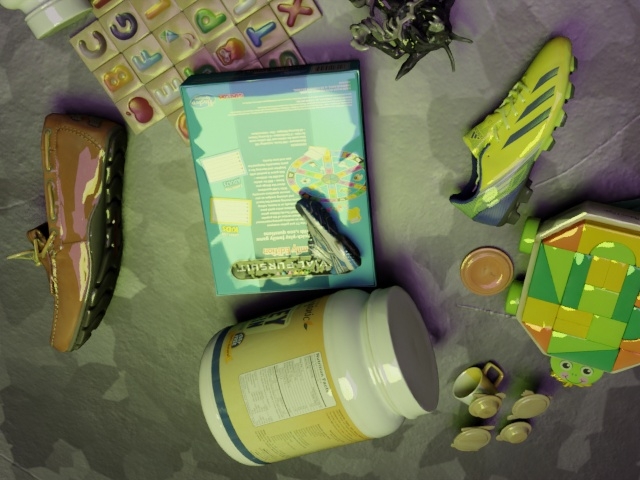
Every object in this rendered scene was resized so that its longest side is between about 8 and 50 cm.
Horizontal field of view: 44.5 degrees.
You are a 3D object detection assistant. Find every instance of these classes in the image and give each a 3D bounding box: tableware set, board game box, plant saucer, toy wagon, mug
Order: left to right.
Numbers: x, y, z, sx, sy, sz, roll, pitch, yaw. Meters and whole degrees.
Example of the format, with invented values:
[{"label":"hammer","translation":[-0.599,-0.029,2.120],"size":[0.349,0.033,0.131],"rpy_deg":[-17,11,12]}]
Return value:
[{"label":"board game box","translation":[-0.054,-0.088,1.177],"size":[0.254,0.079,0.336],"rpy_deg":[-4,114,6]},{"label":"mug","translation":[0.270,0.250,1.302],"size":[0.064,0.062,0.078],"rpy_deg":[41,117,-19]},{"label":"plant saucer","translation":[0.264,0.050,1.244],"size":[0.084,0.013,0.083],"rpy_deg":[2,113,4]},{"label":"tableware set","translation":[0.299,0.300,1.299],"size":[0.141,0.020,0.168],"rpy_deg":[2,131,-12]},{"label":"toy wagon","translation":[0.418,0.107,1.183],"size":[0.267,0.068,0.344],"rpy_deg":[15,125,17]}]

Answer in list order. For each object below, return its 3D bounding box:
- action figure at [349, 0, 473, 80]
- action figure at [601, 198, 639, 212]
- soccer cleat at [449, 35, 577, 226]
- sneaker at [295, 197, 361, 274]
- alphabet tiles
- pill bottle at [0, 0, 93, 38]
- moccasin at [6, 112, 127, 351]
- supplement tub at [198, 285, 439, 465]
[{"label":"action figure","translation":[0.087,-0.323,1.043],"size":[0.276,0.141,0.164],"rpy_deg":[32,100,-6]},{"label":"action figure","translation":[0.552,-0.039,1.158],"size":[0.232,0.063,0.137],"rpy_deg":[-26,104,11]},{"label":"soccer cleat","translation":[0.272,-0.156,1.119],"size":[0.121,0.093,0.289],"rpy_deg":[20,112,4]},{"label":"sneaker","translation":[0.000,0.000,1.142],"size":[0.058,0.052,0.135],"rpy_deg":[-32,108,21]},{"label":"alphabet tiles","translation":[-0.185,-0.310,1.142],"size":[0.343,0.011,0.285],"rpy_deg":[-29,107,16]},{"label":"pill bottle","translation":[-0.412,-0.395,1.068],"size":[0.124,0.124,0.221],"rpy_deg":[-25,108,14]},{"label":"moccasin","translation":[-0.394,-0.007,1.216],"size":[0.147,0.139,0.380],"rpy_deg":[9,112,3]},{"label":"supplement tub","translation":[0.000,0.205,1.198],"size":[0.316,0.228,0.228],"rpy_deg":[-19,109,21]}]
